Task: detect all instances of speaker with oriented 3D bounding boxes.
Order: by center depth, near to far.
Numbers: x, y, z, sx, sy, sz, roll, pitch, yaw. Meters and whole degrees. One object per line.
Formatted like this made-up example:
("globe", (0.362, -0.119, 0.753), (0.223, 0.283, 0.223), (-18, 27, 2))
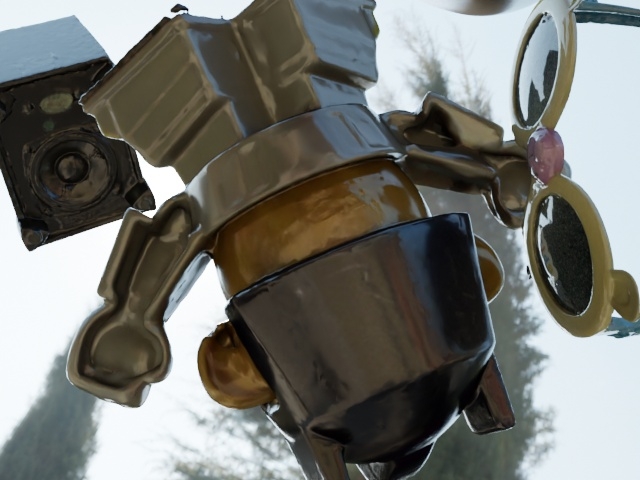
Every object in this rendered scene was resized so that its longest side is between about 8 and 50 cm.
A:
("speaker", (-0.354, -0.143, 1.160), (0.254, 0.184, 0.232), (46, -29, 53))

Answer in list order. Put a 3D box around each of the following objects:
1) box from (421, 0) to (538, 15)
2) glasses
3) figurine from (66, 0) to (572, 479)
("box", (0.150, -0.361, 0.835), (0.301, 0.301, 0.216), (24, -5, 1))
("glasses", (0.196, -0.037, 0.510), (0.220, 0.190, 0.088), (5, -16, -36))
("figurine", (-0.003, 0.001, 0.494), (0.308, 0.308, 0.143), (13, -6, 15))
